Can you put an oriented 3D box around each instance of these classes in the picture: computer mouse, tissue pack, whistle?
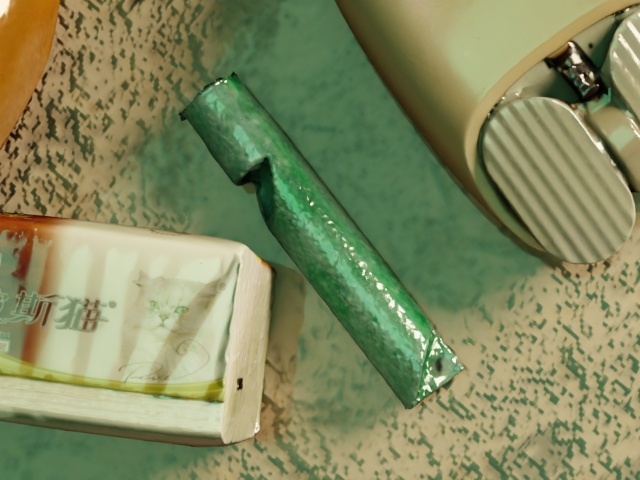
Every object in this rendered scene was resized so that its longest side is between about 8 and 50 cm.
[{"bbox_3d":[0.097,-0.107,0.846,0.145,0.082,0.236,-34,81,3],"label":"computer mouse"},{"bbox_3d":[-0.104,0.042,0.847,0.149,0.106,0.099,6,86,7],"label":"tissue pack"},{"bbox_3d":[0.000,0.000,0.872,0.039,0.039,0.186,-38,82,3],"label":"whistle"}]

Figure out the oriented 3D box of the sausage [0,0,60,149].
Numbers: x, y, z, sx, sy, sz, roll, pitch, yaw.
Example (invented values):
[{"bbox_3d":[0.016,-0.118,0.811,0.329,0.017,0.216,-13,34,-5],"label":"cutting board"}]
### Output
[{"bbox_3d":[-0.219,-0.034,0.859,0.105,0.105,0.274,24,76,9],"label":"sausage"}]
